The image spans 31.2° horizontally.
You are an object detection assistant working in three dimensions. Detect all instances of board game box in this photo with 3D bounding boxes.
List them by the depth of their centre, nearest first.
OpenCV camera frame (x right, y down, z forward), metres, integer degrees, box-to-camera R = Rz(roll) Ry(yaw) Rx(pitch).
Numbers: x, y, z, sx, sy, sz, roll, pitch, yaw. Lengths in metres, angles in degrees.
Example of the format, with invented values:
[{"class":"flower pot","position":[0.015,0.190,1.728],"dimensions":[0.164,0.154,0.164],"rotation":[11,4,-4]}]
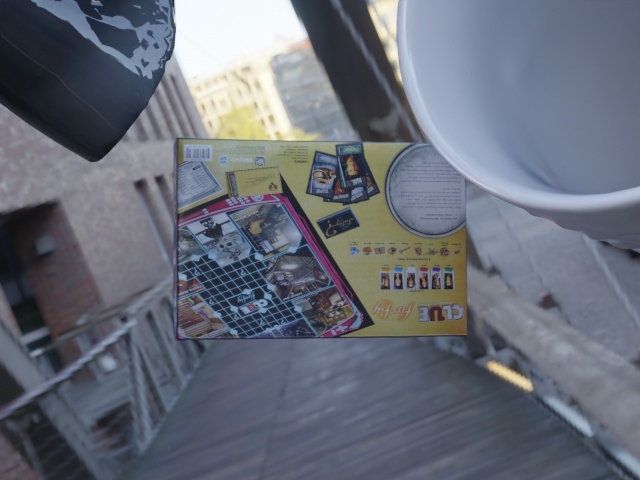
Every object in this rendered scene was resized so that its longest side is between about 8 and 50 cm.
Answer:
[{"class":"board game box","position":[0.000,0.000,0.954],"dimensions":[0.243,0.165,0.042],"rotation":[1,-3,-11]}]

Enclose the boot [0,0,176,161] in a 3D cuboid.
[{"class":"boot","position":[-0.291,-0.181,0.649],"dimensions":[0.146,0.445,0.367],"rotation":[-27,37,34]}]

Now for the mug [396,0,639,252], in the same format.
[{"class":"mug","position":[0.277,-0.087,0.737],"dimensions":[0.328,0.374,0.276],"rotation":[16,-59,-50]}]
